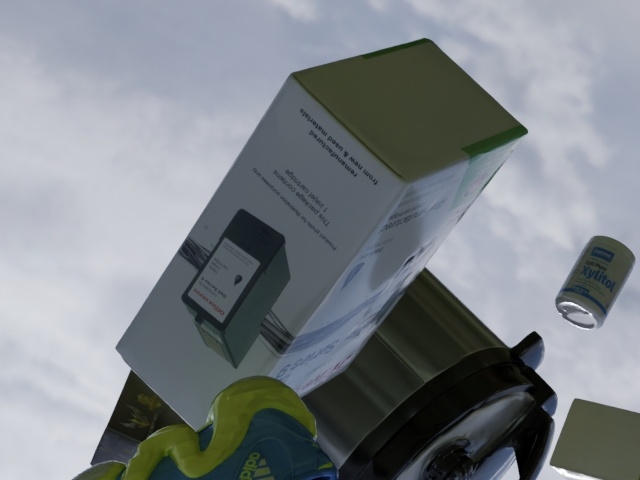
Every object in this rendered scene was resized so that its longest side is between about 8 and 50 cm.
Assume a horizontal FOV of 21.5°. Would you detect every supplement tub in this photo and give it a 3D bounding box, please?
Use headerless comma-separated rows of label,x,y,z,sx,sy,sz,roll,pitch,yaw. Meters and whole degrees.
supplement tub,0.352,0.055,2.170,0.071,0.071,0.107,31,-114,1

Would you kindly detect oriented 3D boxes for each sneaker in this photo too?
sneaker,-0.091,0.191,1.122,0.126,0.240,0.091,40,164,42

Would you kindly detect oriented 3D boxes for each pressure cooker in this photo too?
pressure cooker,0.077,0.232,2.198,0.420,0.370,0.375,44,-150,26

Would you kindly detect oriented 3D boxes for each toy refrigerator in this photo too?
toy refrigerator,0.397,0.249,1.835,0.269,0.094,0.102,10,160,40

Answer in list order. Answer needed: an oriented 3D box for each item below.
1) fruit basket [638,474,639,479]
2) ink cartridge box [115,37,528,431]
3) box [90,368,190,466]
fruit basket,0.307,0.298,1.266,0.392,0.392,0.283,38,-174,14
ink cartridge box,0.000,0.000,1.304,0.121,0.289,0.211,44,-148,14
box,-0.148,0.215,1.928,0.183,0.056,0.231,25,-158,-4
